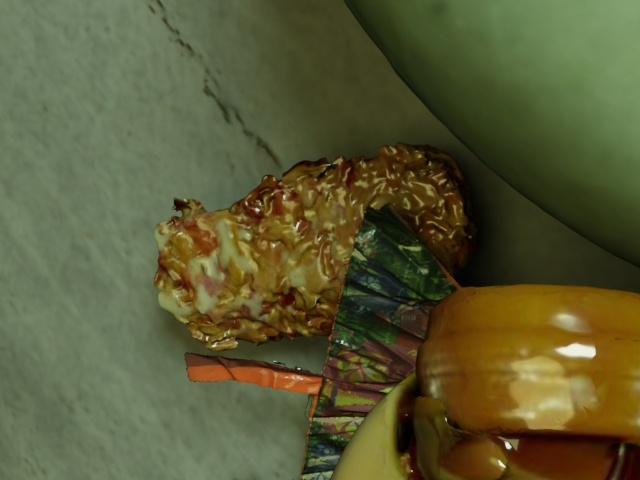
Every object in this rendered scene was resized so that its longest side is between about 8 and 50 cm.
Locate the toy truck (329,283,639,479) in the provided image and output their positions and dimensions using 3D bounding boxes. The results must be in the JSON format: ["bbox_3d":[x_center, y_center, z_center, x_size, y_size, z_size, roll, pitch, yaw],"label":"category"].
[{"bbox_3d":[0.137,0.130,0.401,0.288,0.211,0.204,4,79,0],"label":"toy truck"}]

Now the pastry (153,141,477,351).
[{"bbox_3d":[0.001,0.003,0.576,0.169,0.063,0.087,-14,98,29],"label":"pastry"}]

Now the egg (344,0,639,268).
[{"bbox_3d":[0.124,-0.138,0.386,0.258,0.258,0.352,-31,94,25],"label":"egg"}]

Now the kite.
[{"bbox_3d":[0.027,0.079,0.567,0.189,0.009,0.232,11,127,1],"label":"kite"}]
